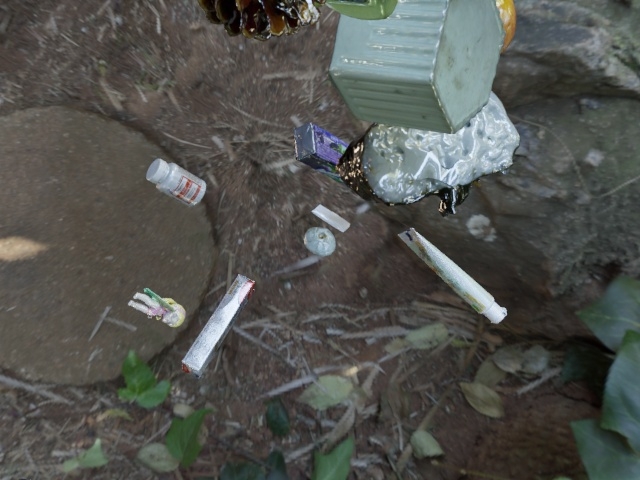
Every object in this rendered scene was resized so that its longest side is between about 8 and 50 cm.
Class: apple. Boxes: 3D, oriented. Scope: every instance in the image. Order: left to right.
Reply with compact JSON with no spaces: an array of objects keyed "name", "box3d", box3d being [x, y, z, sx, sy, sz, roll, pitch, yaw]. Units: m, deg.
[{"name":"apple","box3d":[0.363,-0.520,1.718,0.195,0.173,0.160,41,72,18]}]

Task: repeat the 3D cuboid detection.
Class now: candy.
[{"name":"candy","box3d":[0.048,-0.183,1.694,0.061,0.312,0.088,-16,67,31]}]

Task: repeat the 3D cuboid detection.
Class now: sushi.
[{"name":"sushi","box3d":[0.217,-0.160,1.438,0.349,0.207,0.234,-17,90,-14]}]

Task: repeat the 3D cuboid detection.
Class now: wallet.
[{"name":"wallet","box3d":[0.023,-0.048,1.565,0.083,0.044,0.011,33,121,10]}]

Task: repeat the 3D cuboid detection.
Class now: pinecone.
[{"name":"pinecone","box3d":[-0.045,-0.243,0.632,0.121,0.140,0.140,32,95,29]}]

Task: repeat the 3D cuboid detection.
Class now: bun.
[{"name":"bun","box3d":[0.000,0.000,1.787,0.083,0.045,0.083,6,59,-10]}]

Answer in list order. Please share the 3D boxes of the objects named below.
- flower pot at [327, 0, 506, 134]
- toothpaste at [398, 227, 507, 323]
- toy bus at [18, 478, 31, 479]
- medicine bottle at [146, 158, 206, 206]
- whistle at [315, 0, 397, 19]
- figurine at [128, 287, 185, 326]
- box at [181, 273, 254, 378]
[{"name":"flower pot","box3d":[0.151,-0.293,1.118,0.190,0.209,0.239,15,97,35]},{"name":"toothpaste","box3d":[0.314,0.084,1.722,0.314,0.056,0.058,42,115,-6]},{"name":"toy bus","box3d":[-0.419,0.477,1.004,0.128,0.150,0.262,24,114,-5]},{"name":"medicine bottle","box3d":[-0.369,-0.149,1.849,0.140,0.079,0.079,32,94,-35]},{"name":"whistle","box3d":[0.039,-0.315,0.820,0.289,0.131,0.106,11,64,17]},{"name":"figurine","box3d":[-0.435,0.180,1.958,0.187,0.083,0.083,28,95,-43]},{"name":"box","box3d":[-0.200,0.168,1.434,0.040,0.055,0.218,27,62,7]}]
